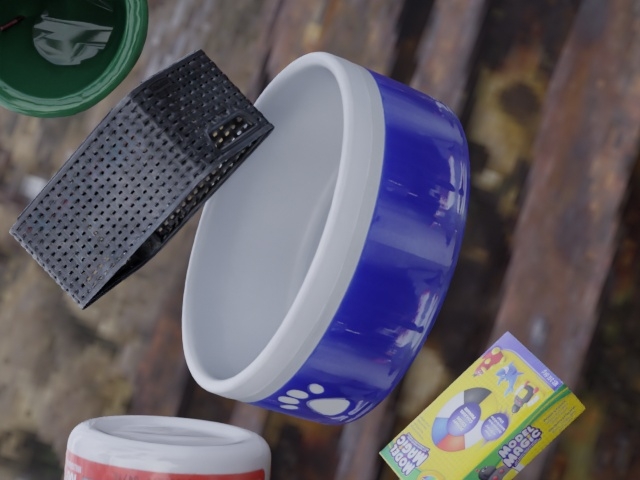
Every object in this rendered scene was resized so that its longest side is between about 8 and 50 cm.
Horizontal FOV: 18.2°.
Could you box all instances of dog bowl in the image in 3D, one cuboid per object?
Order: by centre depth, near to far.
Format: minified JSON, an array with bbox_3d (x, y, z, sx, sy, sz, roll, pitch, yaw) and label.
[{"bbox_3d":[0.000,0.000,1.488,0.265,0.104,0.265,-49,31,43],"label":"dog bowl"}]

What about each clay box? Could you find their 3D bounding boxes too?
[{"bbox_3d":[0.156,0.210,2.090,0.222,0.053,0.127,-43,33,-2],"label":"clay box"}]

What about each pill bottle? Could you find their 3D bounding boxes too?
[{"bbox_3d":[-0.167,0.372,2.034,0.210,0.210,0.363,-160,75,-77],"label":"pill bottle"}]

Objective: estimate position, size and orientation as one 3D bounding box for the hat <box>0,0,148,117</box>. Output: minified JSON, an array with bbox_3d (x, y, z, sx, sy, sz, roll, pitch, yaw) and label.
[{"bbox_3d":[-0.238,-0.205,1.936,0.208,0.173,0.183,-54,-4,-4],"label":"hat"}]

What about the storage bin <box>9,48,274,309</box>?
[{"bbox_3d":[-0.134,-0.046,1.492,0.180,0.084,0.122,-46,-3,33],"label":"storage bin"}]
